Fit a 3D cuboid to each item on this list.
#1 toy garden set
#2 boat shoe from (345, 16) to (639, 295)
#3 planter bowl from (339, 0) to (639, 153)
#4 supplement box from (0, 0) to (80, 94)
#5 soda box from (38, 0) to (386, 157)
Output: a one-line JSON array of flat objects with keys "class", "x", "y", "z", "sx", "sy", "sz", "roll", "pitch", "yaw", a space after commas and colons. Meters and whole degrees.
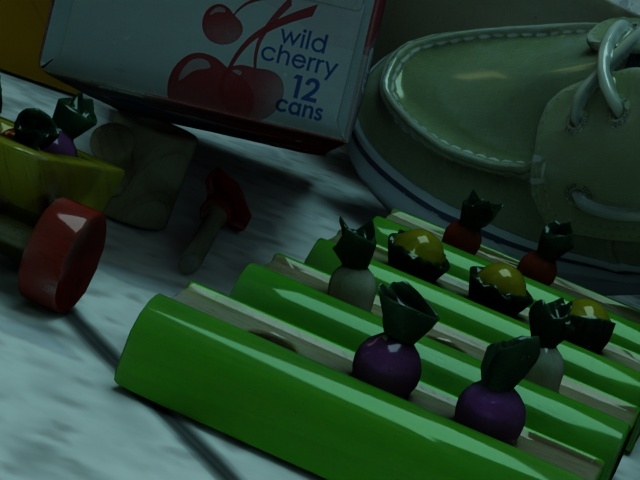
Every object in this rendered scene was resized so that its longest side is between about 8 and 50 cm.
[{"class": "toy garden set", "x": 0.000, "y": 0.000, "z": 0.544, "sx": 0.204, "sy": 0.049, "sz": 0.244, "roll": 23, "pitch": 12, "yaw": 12}, {"class": "boat shoe", "x": 0.132, "y": -0.036, "z": 0.660, "sx": 0.302, "sy": 0.109, "sz": 0.094, "roll": 15, "pitch": -31, "yaw": 34}, {"class": "planter bowl", "x": 0.065, "y": -0.075, "z": 0.846, "sx": 0.162, "sy": 0.109, "sz": 0.162, "roll": 24, "pitch": 11, "yaw": -5}, {"class": "supplement box", "x": -0.167, "y": -0.167, "z": 0.833, "sx": 0.191, "sy": 0.129, "sz": 0.194, "roll": 18, "pitch": 12, "yaw": -9}, {"class": "soda box", "x": -0.028, "y": -0.078, "z": 0.646, "sx": 0.092, "sy": 0.083, "sz": 0.263, "roll": 13, "pitch": 2, "yaw": -2}]
